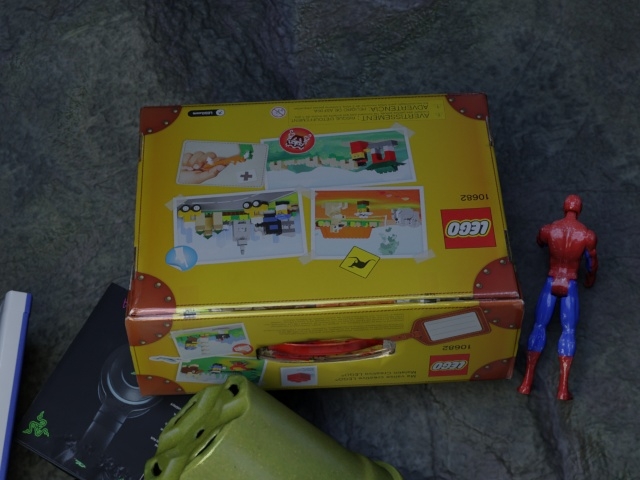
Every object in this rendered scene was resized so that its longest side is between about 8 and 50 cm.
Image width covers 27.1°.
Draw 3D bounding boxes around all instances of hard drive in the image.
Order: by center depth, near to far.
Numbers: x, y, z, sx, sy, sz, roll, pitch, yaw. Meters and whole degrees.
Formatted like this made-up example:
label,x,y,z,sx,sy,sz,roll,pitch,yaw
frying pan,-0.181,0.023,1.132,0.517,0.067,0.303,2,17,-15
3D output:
label,x,y,z,sx,sy,sz,roll,pitch,yaw
hard drive,-0.467,0.255,1.891,0.040,0.210,0.318,12,65,-19

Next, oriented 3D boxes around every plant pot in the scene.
label,x,y,z,sx,sy,sz,roll,pitch,yaw
plant pot,-0.074,0.316,1.678,0.254,0.276,0.276,46,78,-19

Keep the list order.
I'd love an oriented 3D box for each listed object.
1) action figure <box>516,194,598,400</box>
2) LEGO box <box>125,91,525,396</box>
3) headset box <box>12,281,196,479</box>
label,x,y,z,sx,sy,sz,roll,pitch,yaw
action figure,0.337,0.076,1.867,0.091,0.139,0.280,9,91,13
LEGO box,0.000,0.000,1.816,0.500,0.193,0.372,-2,51,-1
headset box,-0.260,0.245,1.885,0.246,0.131,0.283,26,74,22
